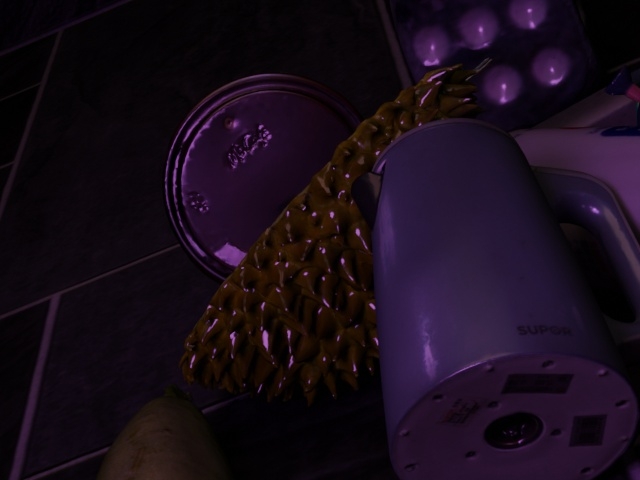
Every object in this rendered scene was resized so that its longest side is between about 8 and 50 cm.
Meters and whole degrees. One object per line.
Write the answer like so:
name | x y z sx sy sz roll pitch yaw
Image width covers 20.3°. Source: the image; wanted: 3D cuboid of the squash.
squash | -0.108 0.192 1.236 0.118 0.118 0.370 -24 20 0

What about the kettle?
kettle | 0.134 0.037 1.198 0.211 0.160 0.243 1 46 -10

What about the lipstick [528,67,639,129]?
lipstick | 0.209 -0.067 1.585 0.317 0.066 0.068 -29 21 -12

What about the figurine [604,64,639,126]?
figurine | 0.327 -0.098 1.472 0.102 0.111 0.195 -30 24 -18

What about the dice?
dice | 0.182 -0.220 1.823 0.182 0.181 0.183 -20 22 16

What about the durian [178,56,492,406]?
durian | 0.005 0.001 1.397 0.355 0.157 0.169 -48 30 18

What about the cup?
cup | -0.045 -0.055 1.637 0.196 0.196 0.279 -24 5 0

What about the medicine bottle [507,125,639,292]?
medicine bottle | 0.270 -0.021 1.322 0.130 0.130 0.341 -37 25 -31
